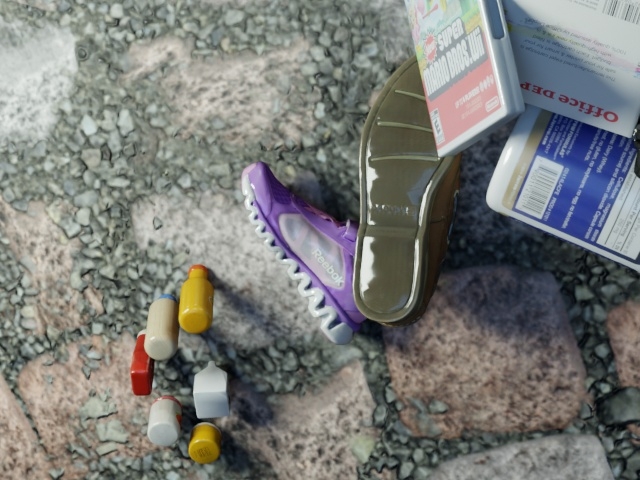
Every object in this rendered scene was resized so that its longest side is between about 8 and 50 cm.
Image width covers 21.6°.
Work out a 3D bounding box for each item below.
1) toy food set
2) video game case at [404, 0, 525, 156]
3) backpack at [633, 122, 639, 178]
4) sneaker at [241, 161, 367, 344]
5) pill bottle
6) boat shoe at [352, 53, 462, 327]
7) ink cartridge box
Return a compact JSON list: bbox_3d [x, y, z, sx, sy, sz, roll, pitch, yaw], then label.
[{"bbox_3d":[-0.167,0.150,2.021,0.111,0.104,0.232,-5,123,3],"label":"toy food set"},{"bbox_3d":[0.134,-0.244,1.725,0.025,0.204,0.285,-10,83,-16],"label":"video game case"},{"bbox_3d":[0.471,-0.225,1.611,0.273,0.290,0.356,12,77,-11],"label":"backpack"},{"bbox_3d":[0.000,0.000,1.923,0.104,0.095,0.236,-33,100,14],"label":"sneaker"},{"bbox_3d":[0.323,-0.054,1.783,0.264,0.153,0.153,24,110,7],"label":"pill bottle"},{"bbox_3d":[0.101,-0.056,1.871,0.110,0.104,0.307,14,88,20],"label":"boat shoe"},{"bbox_3d":[0.280,-0.258,1.683,0.171,0.168,0.233,21,139,9],"label":"ink cartridge box"}]
